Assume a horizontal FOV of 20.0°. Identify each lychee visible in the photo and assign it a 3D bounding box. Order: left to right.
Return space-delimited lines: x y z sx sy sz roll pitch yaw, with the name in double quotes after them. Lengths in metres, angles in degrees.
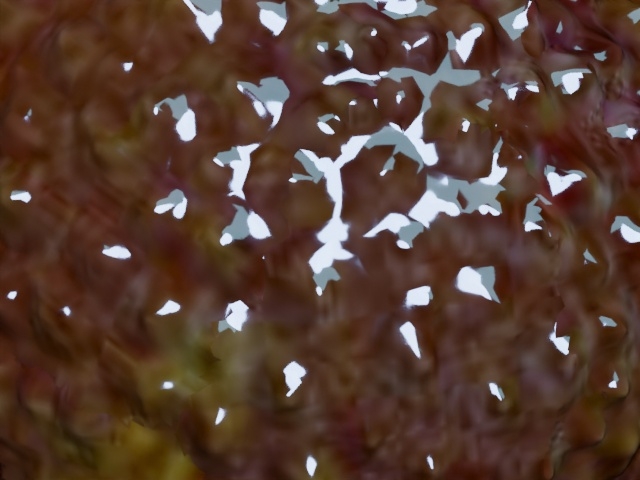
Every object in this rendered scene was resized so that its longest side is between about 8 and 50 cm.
0.000 0.000 0.568 0.304 0.276 0.275 55 43 -16 "lychee"
